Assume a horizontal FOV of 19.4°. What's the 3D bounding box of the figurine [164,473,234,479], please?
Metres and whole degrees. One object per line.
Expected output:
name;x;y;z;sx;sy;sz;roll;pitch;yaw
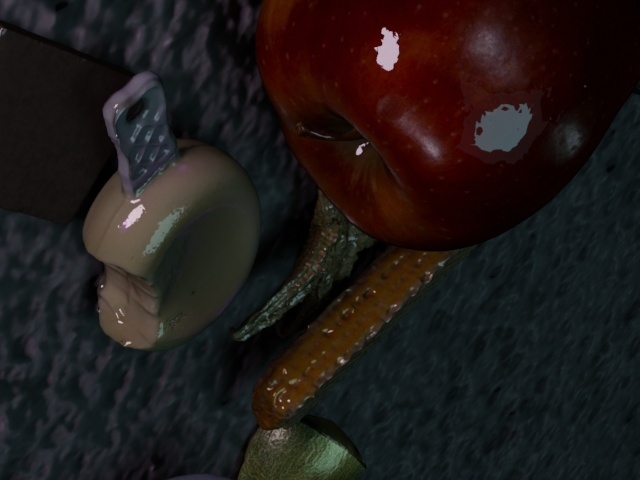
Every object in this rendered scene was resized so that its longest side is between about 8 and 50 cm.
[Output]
figurine;-0.059;0.308;1.785;0.382;0.224;0.205;-11;104;-55

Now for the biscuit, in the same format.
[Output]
biscuit;0.074;0.039;1.784;0.378;0.054;0.094;-43;171;-23

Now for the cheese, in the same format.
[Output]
cheese;-0.126;-0.028;1.456;0.163;0.082;0.286;-46;152;-19

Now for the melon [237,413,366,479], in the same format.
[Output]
melon;-0.017;0.241;1.885;0.128;0.079;0.160;-51;149;-5

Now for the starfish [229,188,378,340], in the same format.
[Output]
starfish;0.004;0.004;1.685;0.231;0.048;0.295;-56;161;-2

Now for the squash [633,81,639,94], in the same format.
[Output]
squash;0.299;-0.250;1.652;0.165;0.252;0.252;-28;141;-34

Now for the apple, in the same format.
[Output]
apple;0.104;-0.144;1.483;0.317;0.288;0.288;-44;149;-32

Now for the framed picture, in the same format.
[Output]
framed picture;-0.211;-0.083;1.362;0.168;0.023;0.128;17;106;-57
